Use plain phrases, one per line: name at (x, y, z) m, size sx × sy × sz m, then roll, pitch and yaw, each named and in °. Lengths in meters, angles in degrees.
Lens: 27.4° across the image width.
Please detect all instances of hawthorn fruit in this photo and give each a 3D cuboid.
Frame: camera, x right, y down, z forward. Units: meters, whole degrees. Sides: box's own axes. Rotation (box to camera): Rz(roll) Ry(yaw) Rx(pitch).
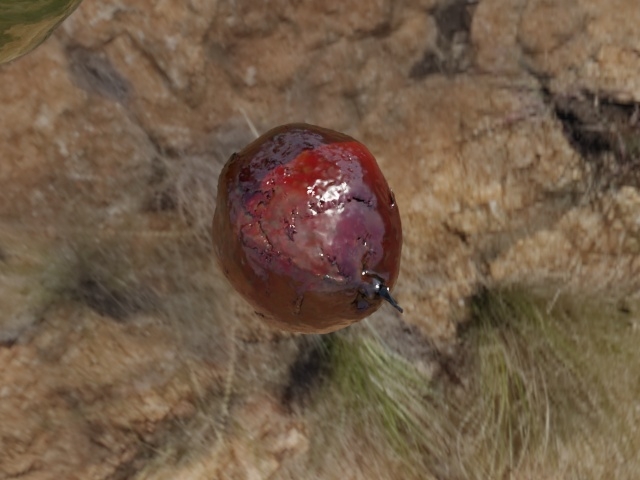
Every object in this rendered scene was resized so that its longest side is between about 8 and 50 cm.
hawthorn fruit at (0.000, 0.000, 1.165) m, size 0.181 × 0.181 × 0.235 m, roll -38°, pitch 40°, yaw -5°

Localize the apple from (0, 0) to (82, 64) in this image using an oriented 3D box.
apple at (-0.380, -0.341, 1.262) m, size 0.357 × 0.357 × 0.357 m, roll -3°, pitch 69°, yaw 9°
